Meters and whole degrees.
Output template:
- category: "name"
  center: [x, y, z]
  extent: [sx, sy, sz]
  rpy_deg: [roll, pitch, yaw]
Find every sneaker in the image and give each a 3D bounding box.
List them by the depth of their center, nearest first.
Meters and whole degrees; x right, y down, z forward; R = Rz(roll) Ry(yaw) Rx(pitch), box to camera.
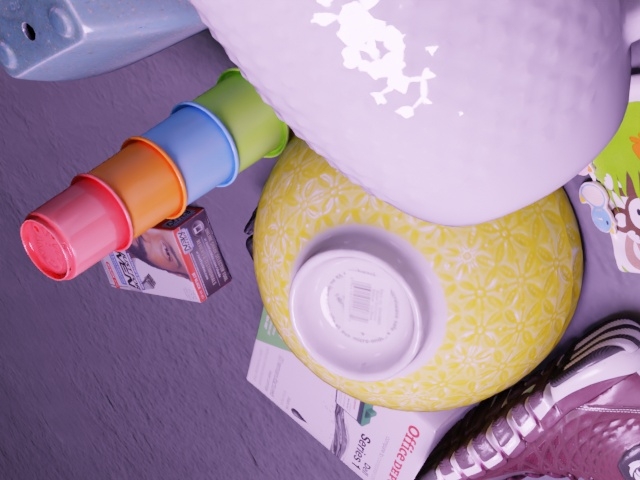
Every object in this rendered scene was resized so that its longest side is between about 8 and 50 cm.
- category: "sneaker"
  center: [0.213, 0.198, 1.339]
  extent: [0.162, 0.106, 0.281]
  rpy_deg: [47, 130, -4]

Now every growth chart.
- category: "growth chart"
  center: [0.267, -0.026, 1.185]
  extent: [0.172, 0.021, 0.237]
  rpy_deg: [-19, 104, 55]

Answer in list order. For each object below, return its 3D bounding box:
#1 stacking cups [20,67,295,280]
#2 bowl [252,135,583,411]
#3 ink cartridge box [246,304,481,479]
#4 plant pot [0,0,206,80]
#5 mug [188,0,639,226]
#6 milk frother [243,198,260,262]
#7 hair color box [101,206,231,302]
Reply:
- category: "stacking cups"
  center: [-0.120, -0.063, 1.341]
  extent: [0.096, 0.316, 0.096]
  rpy_deg: [30, 142, 27]
- category: "bowl"
  center: [0.057, 0.031, 1.274]
  extent: [0.289, 0.156, 0.289]
  rpy_deg: [9, 115, 21]
- category: "ink cartridge box"
  center: [0.044, 0.139, 1.526]
  extent: [0.219, 0.092, 0.160]
  rpy_deg: [39, 144, 20]
- category: "plant pot"
  center: [-0.173, -0.266, 1.280]
  extent: [0.248, 0.252, 0.247]
  rpy_deg: [-14, 108, 53]
- category: "mug"
  center: [0.101, -0.203, 1.038]
  extent: [0.374, 0.276, 0.328]
  rpy_deg: [-24, 114, 25]
- category: "milk frother"
  center: [0.000, 0.000, 1.470]
  extent: [0.135, 0.129, 0.143]
  rpy_deg: [59, -172, -9]
- category: "hair color box"
  center: [-0.183, 0.010, 1.713]
  extent: [0.167, 0.053, 0.093]
  rpy_deg: [5, 123, 46]
